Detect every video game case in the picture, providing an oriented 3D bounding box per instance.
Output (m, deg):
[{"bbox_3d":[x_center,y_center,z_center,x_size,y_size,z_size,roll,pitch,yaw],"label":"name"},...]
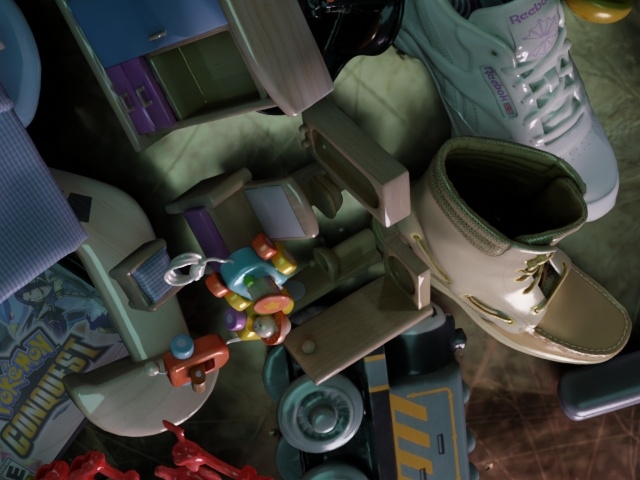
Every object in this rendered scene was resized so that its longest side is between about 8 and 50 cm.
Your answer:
[{"bbox_3d":[-0.334,0.114,0.882,0.248,0.035,0.275,36,103,-9],"label":"video game case"}]

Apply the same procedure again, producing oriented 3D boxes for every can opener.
[{"bbox_3d":[0.357,0.096,0.864,0.280,0.074,0.093,-22,70,5],"label":"can opener"}]

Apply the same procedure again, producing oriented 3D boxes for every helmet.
[{"bbox_3d":[-0.031,-0.192,0.731,0.161,0.169,0.169,-17,111,51],"label":"helmet"}]

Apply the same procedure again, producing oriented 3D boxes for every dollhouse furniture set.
[{"bbox_3d":[0.000,0.000,0.754,0.123,0.144,0.151,-30,142,-18],"label":"dollhouse furniture set"},{"bbox_3d":[-0.156,-0.039,0.605,0.198,0.303,0.286,-4,119,47],"label":"dollhouse furniture set"}]

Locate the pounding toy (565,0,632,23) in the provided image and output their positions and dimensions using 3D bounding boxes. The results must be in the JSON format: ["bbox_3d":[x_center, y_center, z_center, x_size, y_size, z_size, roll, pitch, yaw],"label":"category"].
[{"bbox_3d":[0.243,-0.221,0.720,0.236,0.183,0.110,27,127,12],"label":"pounding toy"}]

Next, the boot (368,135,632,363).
[{"bbox_3d":[0.180,0.014,0.757,0.262,0.203,0.095,33,73,-3],"label":"boot"}]

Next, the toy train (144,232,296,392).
[{"bbox_3d":[-0.072,0.066,0.707,0.125,0.046,0.166,-19,148,-22],"label":"toy train"}]

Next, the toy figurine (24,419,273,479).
[{"bbox_3d":[-0.186,0.320,0.755,0.362,0.217,0.191,-26,125,37],"label":"toy figurine"}]

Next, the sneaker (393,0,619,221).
[{"bbox_3d":[0.154,-0.133,0.745,0.114,0.152,0.305,-43,103,-11],"label":"sneaker"}]

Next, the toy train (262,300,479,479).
[{"bbox_3d":[0.057,0.213,0.863,0.190,0.142,0.334,-10,104,-9],"label":"toy train"}]

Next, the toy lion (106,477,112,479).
[{"bbox_3d":[-0.221,0.302,0.938,0.096,0.034,0.100,-29,103,16],"label":"toy lion"}]

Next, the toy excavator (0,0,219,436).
[{"bbox_3d":[-0.285,-0.065,0.739,0.445,0.222,0.433,6,88,-22],"label":"toy excavator"}]
